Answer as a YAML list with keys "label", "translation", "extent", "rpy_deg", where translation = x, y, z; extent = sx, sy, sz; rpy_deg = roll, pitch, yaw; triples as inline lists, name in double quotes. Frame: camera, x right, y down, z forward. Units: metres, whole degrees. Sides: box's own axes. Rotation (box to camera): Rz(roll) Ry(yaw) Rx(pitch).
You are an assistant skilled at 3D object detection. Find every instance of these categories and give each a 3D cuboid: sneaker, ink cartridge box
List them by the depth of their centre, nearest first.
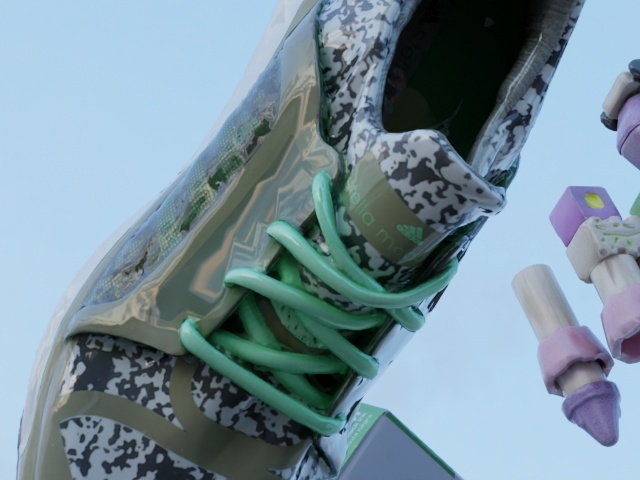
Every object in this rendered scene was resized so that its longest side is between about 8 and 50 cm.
- label: "sneaker"
  translation: [0.000, 0.000, 0.595]
  extent: [0.158, 0.410, 0.182]
  rpy_deg: [29, -12, -14]
- label: "ink cartridge box"
  translation: [0.014, 0.183, 1.036]
  extent: [0.153, 0.087, 0.208]
  rpy_deg: [44, -19, -27]

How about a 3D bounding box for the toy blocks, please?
- label: "toy blocks"
  translation: [0.361, 0.045, 1.189]
  extent: [0.289, 0.260, 0.309]
  rpy_deg: [-3, -41, -21]
